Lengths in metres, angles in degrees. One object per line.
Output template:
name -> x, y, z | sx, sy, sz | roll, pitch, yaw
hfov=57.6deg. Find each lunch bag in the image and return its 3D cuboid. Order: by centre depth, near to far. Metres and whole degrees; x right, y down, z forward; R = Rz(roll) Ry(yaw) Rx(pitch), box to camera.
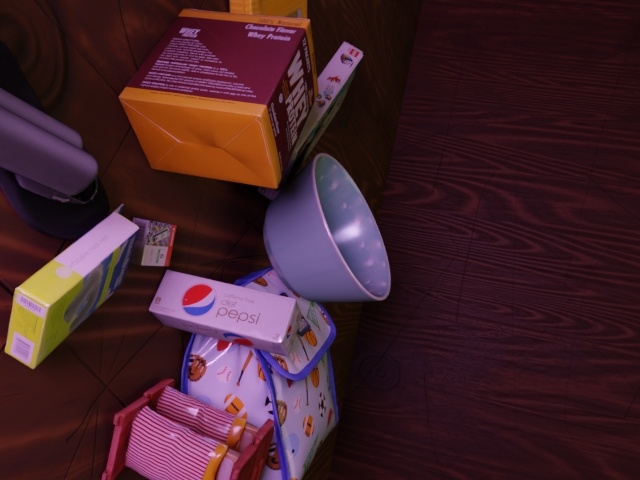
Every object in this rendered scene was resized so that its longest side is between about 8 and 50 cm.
lunch bag -> -0.106, 0.257, 1.133 | 0.328, 0.239, 0.385 | -30, 114, -71

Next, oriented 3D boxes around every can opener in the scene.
can opener -> -0.291, -0.096, 0.425 | 0.093, 0.074, 0.280 | -43, 154, 11

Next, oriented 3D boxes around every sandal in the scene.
sandal -> -0.273, -0.080, 0.571 | 0.254, 0.054, 0.097 | 76, 28, -58

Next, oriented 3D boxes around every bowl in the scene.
bowl -> 0.000, 0.000, 1.162 | 0.311, 0.163, 0.311 | 52, 24, -34

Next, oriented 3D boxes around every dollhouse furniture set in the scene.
dollhouse furniture set -> -0.218, 0.429, 0.897 | 0.152, 0.201, 0.374 | -33, 138, -71

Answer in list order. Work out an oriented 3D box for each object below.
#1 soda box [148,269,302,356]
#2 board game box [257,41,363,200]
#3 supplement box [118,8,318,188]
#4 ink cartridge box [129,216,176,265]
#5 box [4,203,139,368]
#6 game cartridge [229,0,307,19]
soda box -> -0.143, 0.110, 0.886 | 0.069, 0.216, 0.074 | 76, 29, -61
board game box -> -0.021, -0.243, 1.201 | 0.305, 0.053, 0.193 | -59, 180, -29
supplement box -> -0.124, -0.196, 0.788 | 0.129, 0.191, 0.194 | 81, 23, -53
ink cartridge box -> -0.233, 0.004, 0.838 | 0.115, 0.029, 0.063 | 15, 86, -75
box -> -0.266, 0.045, 0.647 | 0.109, 0.042, 0.178 | -59, 180, 36
game cartridge -> -0.087, -0.352, 1.097 | 0.285, 0.052, 0.324 | -59, 157, -54
